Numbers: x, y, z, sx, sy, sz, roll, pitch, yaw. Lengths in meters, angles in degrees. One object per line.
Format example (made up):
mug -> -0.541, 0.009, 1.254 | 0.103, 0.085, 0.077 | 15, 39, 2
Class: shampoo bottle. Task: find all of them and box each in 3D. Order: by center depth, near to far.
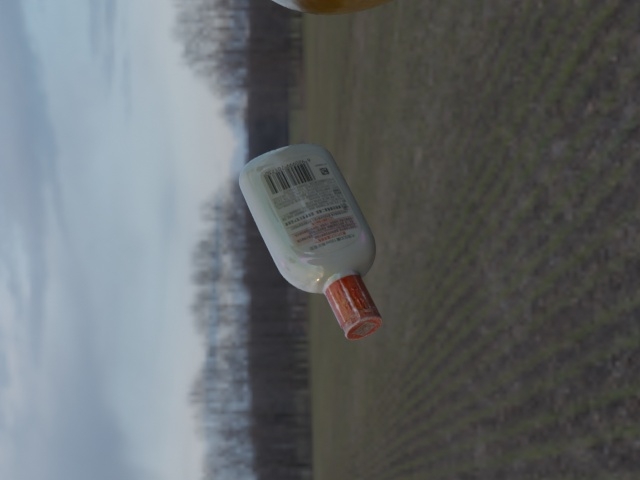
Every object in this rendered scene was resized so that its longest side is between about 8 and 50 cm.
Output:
shampoo bottle -> 0.000, 0.000, 1.256 | 0.051, 0.108, 0.221 | 102, 146, -56

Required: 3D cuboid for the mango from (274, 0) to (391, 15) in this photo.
mango -> 0.003, -0.275, 0.775 | 0.378, 0.264, 0.221 | 65, -172, -66
